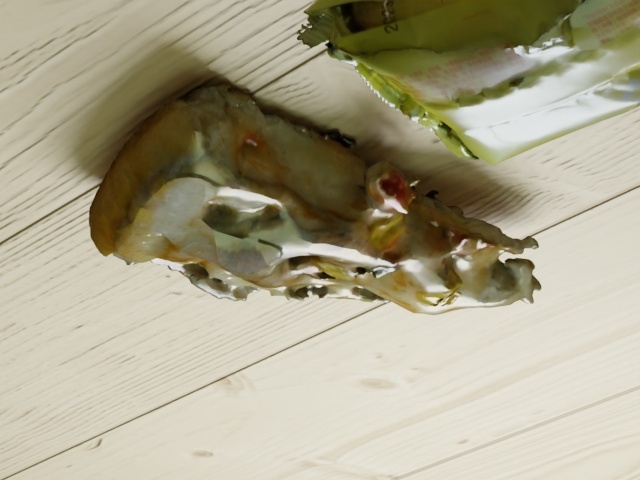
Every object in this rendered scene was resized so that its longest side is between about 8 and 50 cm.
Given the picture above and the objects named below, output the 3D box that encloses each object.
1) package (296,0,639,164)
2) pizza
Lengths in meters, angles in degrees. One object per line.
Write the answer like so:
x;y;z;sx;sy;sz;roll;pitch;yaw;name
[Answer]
0.117;-0.112;0.963;0.226;0.090;0.168;-21;143;28;package
0.000;-0.001;1.187;0.297;0.071;0.189;18;146;-32;pizza
